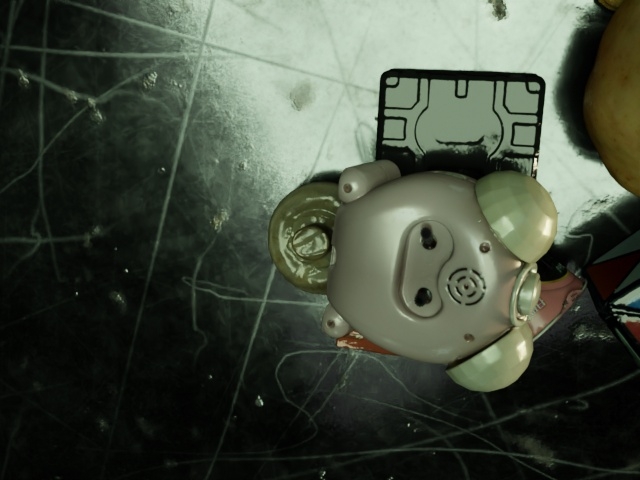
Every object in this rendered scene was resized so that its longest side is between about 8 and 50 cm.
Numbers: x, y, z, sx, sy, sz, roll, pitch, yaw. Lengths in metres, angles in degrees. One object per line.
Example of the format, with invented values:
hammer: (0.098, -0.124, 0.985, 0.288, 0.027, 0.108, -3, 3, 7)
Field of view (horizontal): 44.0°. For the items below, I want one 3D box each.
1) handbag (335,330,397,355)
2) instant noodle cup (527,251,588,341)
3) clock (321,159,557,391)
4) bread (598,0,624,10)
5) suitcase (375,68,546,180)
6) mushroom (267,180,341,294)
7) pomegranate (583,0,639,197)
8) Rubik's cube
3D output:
handbag: (0.126, 0.148, 1.494, 0.190, 0.063, 0.127, 7, 105, 3)
instant noodle cup: (0.287, 0.057, 1.373, 0.244, 0.244, 0.255, -43, 87, 15)
clock: (0.183, 0.044, 1.225, 0.325, 0.184, 0.342, 14, 114, 23)
bread: (0.509, -0.424, 1.305, 0.110, 0.044, 0.083, -14, 102, 9)
suitcase: (0.241, -0.194, 1.390, 0.285, 0.066, 0.206, 4, 104, 8)
mushroom: (0.000, 0.000, 1.396, 0.207, 0.215, 0.207, 1, 97, 10)
pomegranate: (0.609, -0.224, 1.163, 0.411, 0.411, 0.411, 2, 103, 8)
Rubik's cube: (0.611, 0.103, 1.309, 0.248, 0.250, 0.246, -36, 95, 17)
